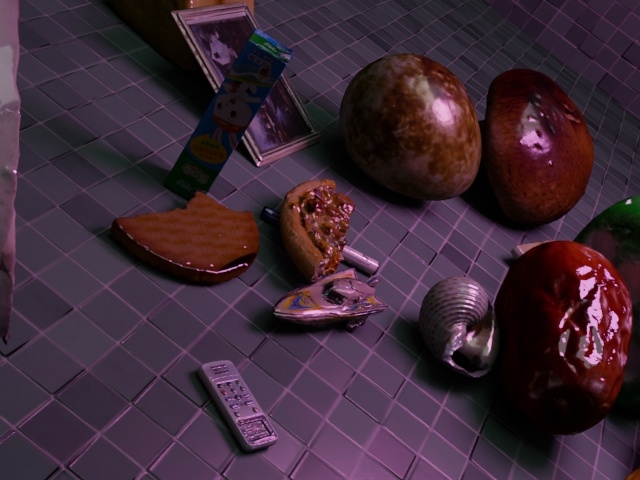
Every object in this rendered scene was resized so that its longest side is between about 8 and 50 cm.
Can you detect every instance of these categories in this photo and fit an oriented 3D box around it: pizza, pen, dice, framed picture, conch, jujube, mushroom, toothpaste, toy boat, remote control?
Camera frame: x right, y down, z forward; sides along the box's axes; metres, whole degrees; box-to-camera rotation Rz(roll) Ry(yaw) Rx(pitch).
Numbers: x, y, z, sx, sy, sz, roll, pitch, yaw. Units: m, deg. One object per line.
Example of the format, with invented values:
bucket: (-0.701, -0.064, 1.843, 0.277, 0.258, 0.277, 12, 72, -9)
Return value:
pizza: (-0.003, -0.029, 1.423, 0.127, 0.058, 0.246, 33, 34, -3)
pen: (0.000, 0.000, 1.468, 0.204, 0.025, 0.025, 27, 31, -13)
dice: (0.585, 0.113, 1.637, 0.300, 0.287, 0.297, 4, 43, -43)
framed picture: (-0.118, -0.281, 1.640, 0.296, 0.019, 0.232, 60, 33, -2)
conch: (0.205, 0.131, 1.415, 0.135, 0.102, 0.153, 33, 63, -20)
jujube: (0.366, 0.142, 1.441, 0.223, 0.223, 0.318, 30, 38, -9)
mushroom: (0.375, -0.177, 1.939, 0.331, 0.356, 0.334, -104, 169, -51)
toothpaste: (-0.131, -0.169, 1.329, 0.065, 0.266, 0.050, 31, 31, -10)
toy boat: (0.007, 0.088, 1.311, 0.210, 0.066, 0.084, -8, 50, -49)
remote control: (-0.097, 0.192, 1.106, 0.053, 0.018, 0.124, -2, 46, -45)

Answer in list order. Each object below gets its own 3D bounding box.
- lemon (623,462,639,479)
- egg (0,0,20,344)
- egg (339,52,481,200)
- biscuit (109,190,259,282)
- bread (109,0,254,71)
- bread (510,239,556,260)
lemon: (0.472, 0.410, 1.157, 0.245, 0.245, 0.320, 12, 44, -35)
egg: (-0.441, -0.074, 0.830, 0.340, 0.354, 0.354, 1, 42, -20)
egg: (0.169, -0.199, 1.707, 0.289, 0.238, 0.238, 41, 29, -9)
biscuit: (-0.181, -0.009, 1.291, 0.229, 0.031, 0.176, 14, 36, -29)
bread: (-0.183, -0.520, 1.681, 0.245, 0.361, 0.233, 41, 30, 13)
bread: (0.440, 0.054, 1.826, 0.193, 0.036, 0.112, -7, 55, -54)
